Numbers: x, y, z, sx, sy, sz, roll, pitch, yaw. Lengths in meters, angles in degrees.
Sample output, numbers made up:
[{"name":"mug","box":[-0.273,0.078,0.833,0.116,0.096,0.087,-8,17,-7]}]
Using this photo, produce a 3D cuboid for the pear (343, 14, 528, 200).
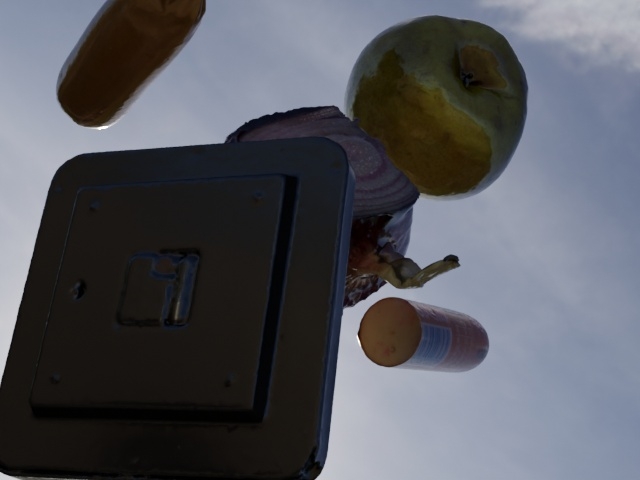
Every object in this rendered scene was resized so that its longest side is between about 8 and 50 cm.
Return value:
[{"name":"pear","box":[0.175,-0.210,1.662,0.304,0.304,0.304,23,-34,17]}]

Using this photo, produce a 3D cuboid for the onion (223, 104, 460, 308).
[{"name":"onion","box":[-0.019,-0.014,1.193,0.256,0.272,0.230,6,-44,-16]}]

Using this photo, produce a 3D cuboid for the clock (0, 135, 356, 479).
[{"name":"clock","box":[-0.116,0.047,0.789,0.273,0.279,0.049,-3,-26,20]}]

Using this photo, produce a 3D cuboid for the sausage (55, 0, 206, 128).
[{"name":"sausage","box":[-0.290,-0.294,1.552,0.134,0.116,0.354,55,-44,3]}]

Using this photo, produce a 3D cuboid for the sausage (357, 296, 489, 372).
[{"name":"sausage","box":[0.162,0.138,1.433,0.093,0.093,0.312,12,-2,31]}]
